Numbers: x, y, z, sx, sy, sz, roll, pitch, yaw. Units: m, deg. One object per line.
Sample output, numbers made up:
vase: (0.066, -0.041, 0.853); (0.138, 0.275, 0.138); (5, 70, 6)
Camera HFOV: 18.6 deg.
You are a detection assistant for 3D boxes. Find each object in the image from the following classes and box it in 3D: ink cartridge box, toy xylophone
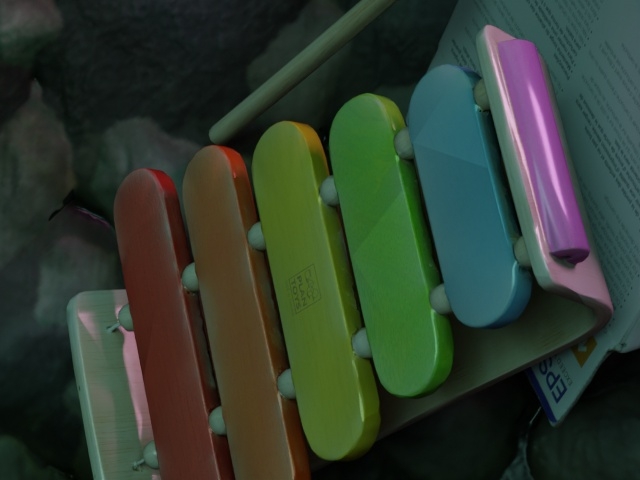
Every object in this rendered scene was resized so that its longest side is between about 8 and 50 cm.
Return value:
ink cartridge box: (0.126, -0.069, 0.870); (0.224, 0.045, 0.223); (-65, 33, 36)
toy xylophone: (0.000, 0.000, 0.897); (0.322, 0.081, 0.236); (-40, 57, 37)
